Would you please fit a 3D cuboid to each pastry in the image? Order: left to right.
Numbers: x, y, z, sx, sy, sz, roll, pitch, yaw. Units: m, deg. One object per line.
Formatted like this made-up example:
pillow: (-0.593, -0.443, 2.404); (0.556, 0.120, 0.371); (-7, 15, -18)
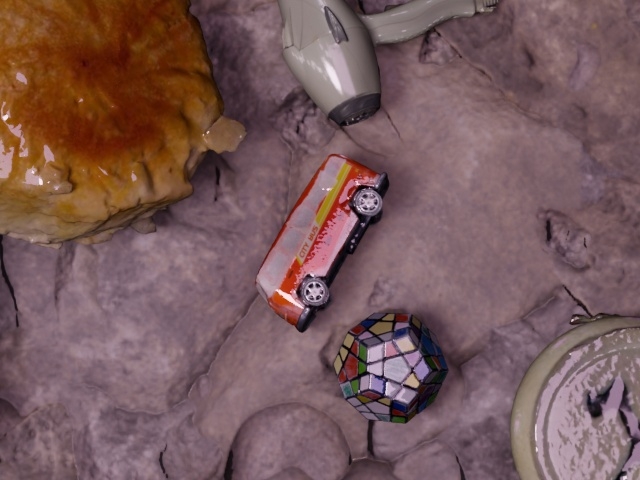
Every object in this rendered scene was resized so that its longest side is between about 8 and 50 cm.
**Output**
pastry: (-0.243, -0.143, 1.496); (0.329, 0.136, 0.330); (11, 71, -32)

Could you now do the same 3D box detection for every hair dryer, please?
hair dryer: (0.033, -0.251, 1.614); (0.225, 0.088, 0.219); (-42, 87, -18)

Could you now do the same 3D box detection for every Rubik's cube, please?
Rubik's cube: (0.068, 0.123, 1.580); (0.111, 0.111, 0.093); (21, 58, -3)

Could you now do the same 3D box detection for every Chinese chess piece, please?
Chinese chess piece: (0.297, 0.185, 1.596); (0.237, 0.092, 0.238); (0, 86, -4)

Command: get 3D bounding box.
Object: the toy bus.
toy bus: (0.000, 0.000, 1.592); (0.077, 0.079, 0.174); (31, 86, 6)
